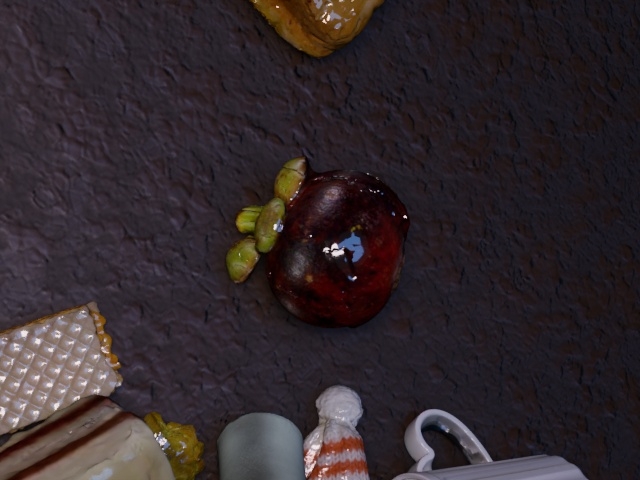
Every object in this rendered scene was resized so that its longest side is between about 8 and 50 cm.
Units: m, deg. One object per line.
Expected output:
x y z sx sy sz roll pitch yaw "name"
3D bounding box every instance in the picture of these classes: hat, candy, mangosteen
0.012 0.226 1.234 0.093 0.112 0.162 26 57 -53 "hat"
-0.262 0.280 1.009 0.321 0.135 0.179 -26 118 -29 "candy"
0.000 0.000 1.221 0.180 0.166 0.166 20 72 -1 "mangosteen"

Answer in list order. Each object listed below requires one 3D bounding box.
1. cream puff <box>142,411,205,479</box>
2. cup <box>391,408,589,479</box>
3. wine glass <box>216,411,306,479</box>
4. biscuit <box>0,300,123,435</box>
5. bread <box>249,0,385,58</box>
-0.150 0.205 1.153 0.083 0.058 0.083 -32 101 -26 "cream puff"
0.180 0.288 1.274 0.202 0.167 0.221 -4 87 -33 "cup"
-0.051 0.267 1.111 0.103 0.103 0.231 28 27 -24 "wine glass"
-0.347 0.149 1.050 0.379 0.054 0.094 -18 93 -31 "biscuit"
0.053 -0.373 1.325 0.185 0.109 0.380 46 63 -12 "bread"
